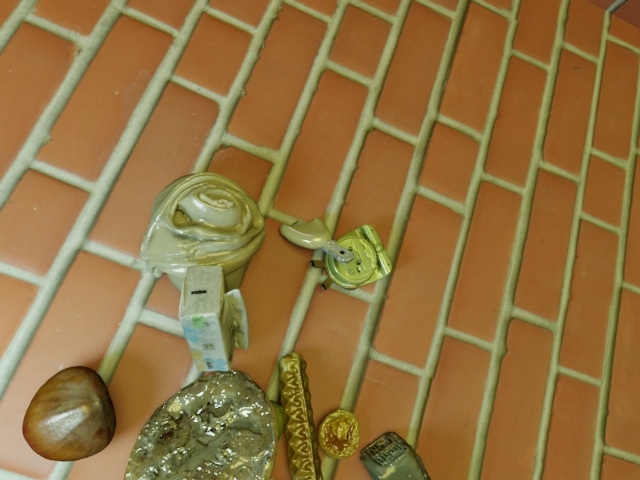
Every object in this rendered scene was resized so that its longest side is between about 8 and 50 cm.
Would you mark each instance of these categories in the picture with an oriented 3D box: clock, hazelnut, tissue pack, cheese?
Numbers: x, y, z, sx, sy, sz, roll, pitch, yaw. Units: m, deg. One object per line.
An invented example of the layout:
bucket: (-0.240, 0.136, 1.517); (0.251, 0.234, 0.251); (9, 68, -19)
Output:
clock: (0.085, 0.065, 1.412); (0.231, 0.069, 0.170); (-23, 83, -19)
hazelnut: (-0.571, 0.396, 1.084); (0.186, 0.210, 0.210); (-13, 79, -22)
tissue pack: (-0.249, 0.192, 1.169); (0.145, 0.230, 0.159); (-3, 42, -4)
cheese: (0.000, 0.001, 1.368); (0.127, 0.050, 0.235); (-27, 45, -33)

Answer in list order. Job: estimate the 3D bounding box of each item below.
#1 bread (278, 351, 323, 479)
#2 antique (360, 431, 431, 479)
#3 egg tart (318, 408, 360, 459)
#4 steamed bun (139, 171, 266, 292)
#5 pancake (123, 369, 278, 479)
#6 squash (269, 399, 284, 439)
bread: (-0.055, 0.483, 1.261); (0.077, 0.084, 0.368); (-13, 78, 23)
antique: (0.234, 0.676, 1.269); (0.125, 0.150, 0.284); (-29, 93, -16)
egg tart: (0.051, 0.524, 1.289); (0.130, 0.052, 0.131); (5, 76, -20)
steamed bun: (-0.310, -0.028, 1.251); (0.309, 0.219, 0.325); (27, 70, -5)
pancake: (-0.270, 0.484, 1.100); (0.386, 0.082, 0.387); (-13, 42, 12)
squash: (-0.186, 0.506, 1.194); (0.132, 0.132, 0.247); (40, 67, -2)
